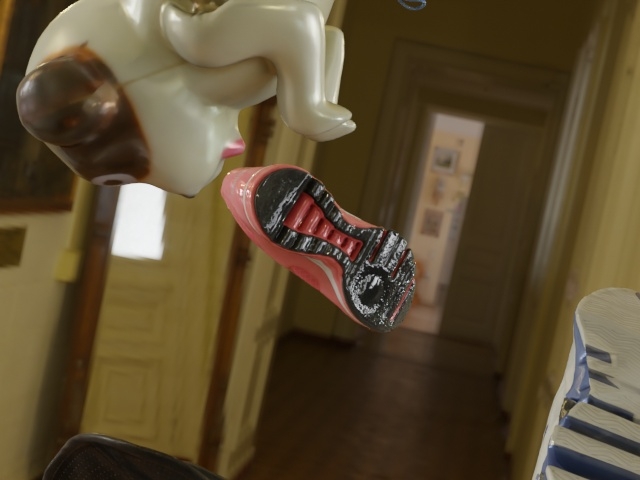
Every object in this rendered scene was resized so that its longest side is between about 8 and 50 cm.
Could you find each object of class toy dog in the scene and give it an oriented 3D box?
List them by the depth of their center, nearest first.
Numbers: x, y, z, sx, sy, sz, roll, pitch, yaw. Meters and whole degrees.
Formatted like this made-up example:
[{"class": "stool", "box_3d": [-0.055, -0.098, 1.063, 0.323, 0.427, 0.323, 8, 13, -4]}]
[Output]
[{"class": "toy dog", "box_3d": [-0.113, -0.228, 1.166, 0.395, 0.408, 0.284, 32, 8, -10]}]

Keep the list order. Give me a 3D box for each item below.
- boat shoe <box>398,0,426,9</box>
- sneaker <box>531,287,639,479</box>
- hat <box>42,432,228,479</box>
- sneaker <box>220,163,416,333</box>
[{"class": "boat shoe", "box_3d": [0.122, -0.366, 1.734, 0.109, 0.089, 0.258, 31, 29, 4]}, {"class": "sneaker", "box_3d": [0.168, 0.158, 0.746, 0.127, 0.182, 0.315, 24, 26, 13]}, {"class": "hat", "box_3d": [-0.136, 0.321, 1.344, 0.331, 0.331, 0.134, 14, 29, 29]}, {"class": "sneaker", "box_3d": [0.000, -0.001, 1.566, 0.314, 0.116, 0.136, 42, -14, -35]}]
